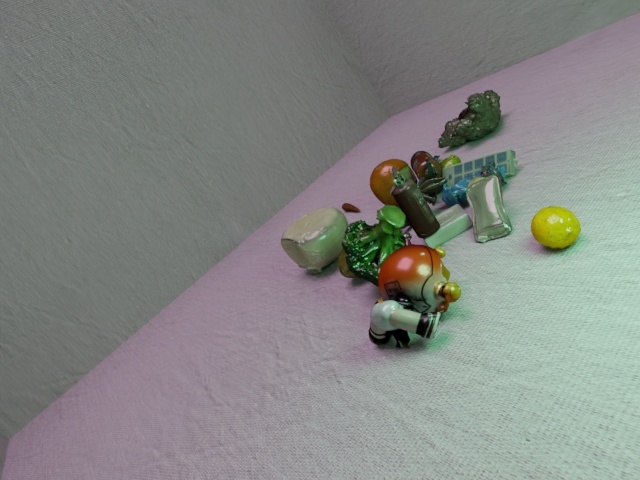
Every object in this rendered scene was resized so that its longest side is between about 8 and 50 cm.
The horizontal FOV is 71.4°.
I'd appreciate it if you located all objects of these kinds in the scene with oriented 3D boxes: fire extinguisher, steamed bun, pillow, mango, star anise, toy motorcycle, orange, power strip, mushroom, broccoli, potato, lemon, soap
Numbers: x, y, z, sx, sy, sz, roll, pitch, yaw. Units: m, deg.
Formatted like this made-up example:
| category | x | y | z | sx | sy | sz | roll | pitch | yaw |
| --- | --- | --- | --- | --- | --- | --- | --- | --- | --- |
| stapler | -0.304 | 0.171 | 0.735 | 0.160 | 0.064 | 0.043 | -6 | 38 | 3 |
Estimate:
| category | x | y | z | sx | sy | sz | roll | pitch | yaw |
| --- | --- | --- | --- | --- | --- | --- | --- | --- | --- |
| fire extinguisher | 0.326 | -0.139 | 1.602 | 0.105 | 0.269 | 0.105 | -31 | 21 | 13 |
| steamed bun | 0.000 | 0.000 | 2.111 | 0.312 | 0.233 | 0.334 | -38 | 26 | -17 |
| pillow | 0.562 | -0.106 | 1.501 | 0.131 | 0.038 | 0.232 | -25 | 58 | 41 |
| mango | 0.610 | -0.344 | 2.117 | 0.119 | 0.100 | 0.178 | -44 | 9 | 9 |
| star anise | 0.417 | -0.157 | 1.885 | 0.198 | 0.111 | 0.257 | 9 | 69 | 61 |
| toy motorcycle | 0.594 | -0.212 | 1.763 | 0.272 | 0.123 | 0.182 | -29 | 5 | 33 |
| orange | 0.360 | -0.284 | 2.192 | 0.240 | 0.240 | 0.240 | -31 | 18 | 11 |
| power strip | 0.657 | -0.291 | 1.894 | 0.043 | 0.106 | 0.367 | 8 | -11 | -35 |
| fire extinguisher | 0.505 | -0.307 | 2.056 | 0.113 | 0.200 | 0.376 | -32 | 12 | 15 |
| mushroom | 0.591 | -0.167 | 1.612 | 0.112 | 0.148 | 0.148 | -18 | 16 | -7 |
| broccoli | 0.221 | 0.023 | 1.559 | 0.297 | 0.297 | 0.297 | -48 | -14 | -36 |
| potato | 0.180 | 0.054 | 1.775 | 0.248 | 0.143 | 0.169 | -30 | 40 | 0 |
| lemon | 0.643 | -0.038 | 1.228 | 0.114 | 0.114 | 0.155 | -33 | 16 | 5 |
| soap | 0.465 | -0.051 | 1.671 | 0.183 | 0.064 | 0.121 | -32 | 20 | 11 |

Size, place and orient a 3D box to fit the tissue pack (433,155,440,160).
| category | x | y | z | sx | sy | sz | roll | pitch | yaw |
| --- | --- | --- | --- | --- | --- | --- | --- | --- | --- |
| tissue pack | 0.598 | -0.420 | 2.465 | 0.138 | 0.028 | 0.085 | -39 | 14 | 2 |

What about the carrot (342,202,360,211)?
| category | x | y | z | sx | sy | sz | roll | pitch | yaw |
| --- | --- | --- | --- | --- | --- | --- | --- | --- | --- |
| carrot | 0.182 | -0.186 | 2.586 | 0.048 | 0.048 | 0.216 | -39 | 23 | -12 |

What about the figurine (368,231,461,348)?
| category | x | y | z | sx | sy | sz | roll | pitch | yaw |
| --- | --- | --- | --- | --- | --- | --- | --- | --- | --- |
| figurine | 0.261 | 0.143 | 1.309 | 0.320 | 0.196 | 0.323 | -25 | 29 | 47 |

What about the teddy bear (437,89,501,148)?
| category | x | y | z | sx | sy | sz | roll | pitch | yaw |
| --- | --- | --- | --- | --- | --- | --- | --- | --- | --- |
| teddy bear | 0.783 | -0.633 | 2.402 | 0.367 | 0.224 | 0.357 | -23 | 7 | 39 |
